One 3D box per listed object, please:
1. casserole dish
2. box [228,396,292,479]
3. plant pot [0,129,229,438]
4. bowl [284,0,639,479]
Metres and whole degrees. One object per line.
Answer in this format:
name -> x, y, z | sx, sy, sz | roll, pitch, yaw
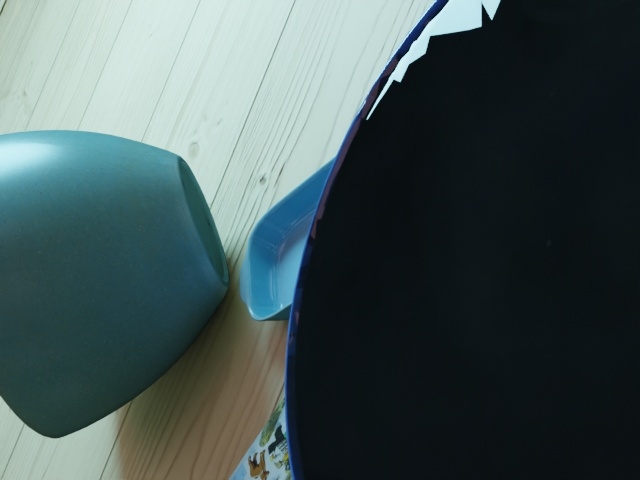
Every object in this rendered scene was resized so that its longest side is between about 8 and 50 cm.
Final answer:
casserole dish -> 0.000, 0.000, 0.848 | 0.188, 0.037, 0.114 | -36, 43, 35
box -> -0.021, 0.220, 0.729 | 0.233, 0.044, 0.159 | -57, 34, 13
plant pot -> -0.200, 0.015, 0.942 | 0.195, 0.290, 0.290 | -20, 44, 2
bowl -> 0.116, 0.011, 0.418 | 0.391, 0.077, 0.391 | -34, 45, 43
